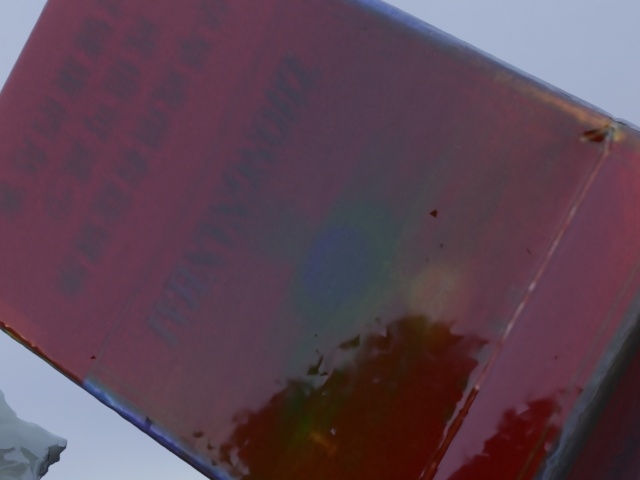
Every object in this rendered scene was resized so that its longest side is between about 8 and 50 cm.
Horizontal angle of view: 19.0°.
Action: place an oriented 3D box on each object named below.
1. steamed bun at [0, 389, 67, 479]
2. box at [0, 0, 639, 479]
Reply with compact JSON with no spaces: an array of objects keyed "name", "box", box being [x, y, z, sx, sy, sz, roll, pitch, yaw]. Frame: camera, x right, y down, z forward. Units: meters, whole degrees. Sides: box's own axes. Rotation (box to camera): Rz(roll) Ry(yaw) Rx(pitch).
[{"name":"steamed bun","box":[-0.225,0.143,0.922,0.200,0.170,0.225,19,-64,-25]},{"name":"box","box":[0.001,0.000,0.430,0.175,0.112,0.048,32,6,31]}]
